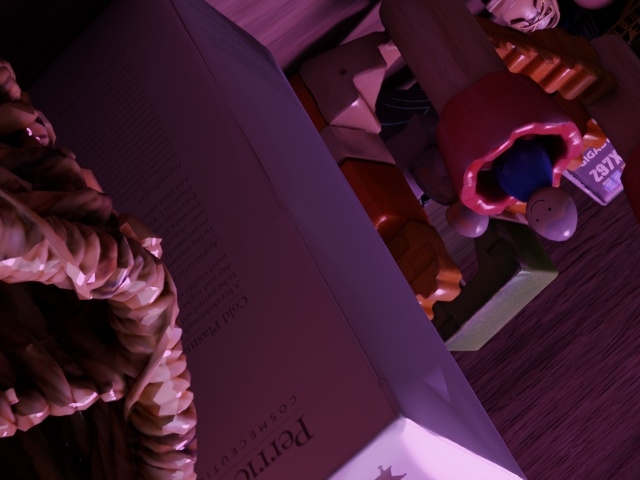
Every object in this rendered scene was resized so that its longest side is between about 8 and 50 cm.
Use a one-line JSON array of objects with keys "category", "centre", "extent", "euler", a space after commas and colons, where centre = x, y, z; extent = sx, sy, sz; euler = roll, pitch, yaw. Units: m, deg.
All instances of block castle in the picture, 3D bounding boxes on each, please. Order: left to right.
[{"category": "block castle", "centre": [0.065, 0.045, 1.098], "extent": [0.303, 0.213, 0.453], "euler": [9, 134, -46]}]

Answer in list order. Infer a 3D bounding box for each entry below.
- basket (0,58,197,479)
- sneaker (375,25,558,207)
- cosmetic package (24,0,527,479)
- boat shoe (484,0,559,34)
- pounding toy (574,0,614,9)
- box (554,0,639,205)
[{"category": "basket", "centre": [-0.172, 0.080, 0.382], "extent": [0.299, 0.223, 0.213], "euler": [-19, 155, -37]}, {"category": "sneaker", "centre": [0.102, -0.086, 1.238], "extent": [0.267, 0.106, 0.101], "euler": [-42, 138, -21]}, {"category": "cosmetic package", "centre": [-0.130, 0.104, 0.652], "extent": [0.377, 0.284, 0.097], "euler": [-43, 134, 15]}, {"category": "boat shoe", "centre": [0.177, -0.199, 1.266], "extent": [0.050, 0.045, 0.135], "euler": [-44, 171, 21]}, {"category": "pounding toy", "centre": [0.318, -0.274, 1.288], "extent": [0.237, 0.110, 0.183], "euler": [-43, 171, 16]}, {"category": "box", "centre": [0.341, -0.215, 1.424], "extent": [0.322, 0.079, 0.257], "euler": [-44, -160, 21]}]
